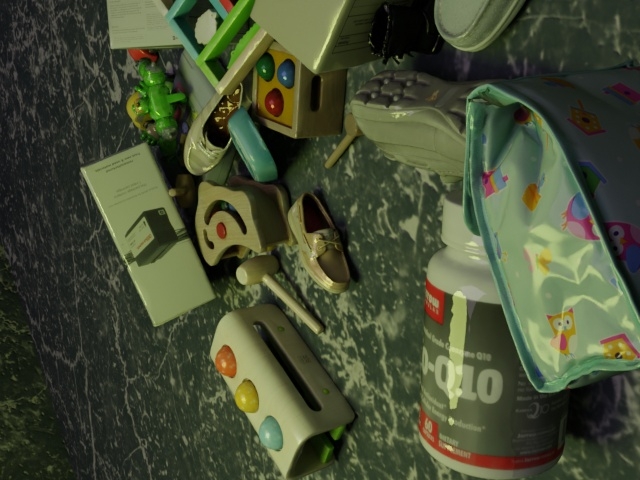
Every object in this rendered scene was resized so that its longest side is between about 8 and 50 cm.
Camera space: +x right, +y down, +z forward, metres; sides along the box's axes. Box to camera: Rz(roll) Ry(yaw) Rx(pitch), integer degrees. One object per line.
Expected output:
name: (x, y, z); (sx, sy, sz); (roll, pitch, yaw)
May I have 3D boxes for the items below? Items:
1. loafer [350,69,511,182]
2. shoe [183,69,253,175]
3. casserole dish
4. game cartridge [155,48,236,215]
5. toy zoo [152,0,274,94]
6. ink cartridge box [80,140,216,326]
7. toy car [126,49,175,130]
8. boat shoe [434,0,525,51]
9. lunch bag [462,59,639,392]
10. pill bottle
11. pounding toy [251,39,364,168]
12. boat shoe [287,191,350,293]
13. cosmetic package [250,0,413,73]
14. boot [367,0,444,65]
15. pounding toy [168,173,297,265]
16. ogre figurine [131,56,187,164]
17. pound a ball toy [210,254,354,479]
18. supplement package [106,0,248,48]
loafer: (0.166, -0.119, 0.893); (0.319, 0.112, 0.111); (27, 156, 49)
shoe: (-0.176, -0.195, 1.326); (0.219, 0.076, 0.058); (-55, 8, 28)
casserole dish: (-0.109, -0.145, 1.247); (0.114, 0.037, 0.188); (60, 175, 2)
game cartridge: (-0.229, -0.196, 1.478); (0.196, 0.060, 0.294); (53, 138, 28)
toy zoo: (-0.167, -0.386, 1.147); (0.192, 0.030, 0.293); (-43, 75, 34)
ink cartridge box: (-0.323, -0.017, 1.474); (0.308, 0.129, 0.223); (68, 167, -9)
toy car: (-0.341, -0.319, 1.604); (0.225, 0.053, 0.239); (32, 124, 48)
boat shoe: (0.176, -0.349, 0.801); (0.118, 0.103, 0.320); (50, 135, 36)
lunch bag: (0.251, -0.028, 0.668); (0.160, 0.223, 0.262); (-46, 60, 58)
pill bottle: (0.191, 0.092, 0.844); (0.161, 0.161, 0.283); (21, 115, 52)
pounding toy: (-0.017, -0.189, 1.132); (0.206, 0.094, 0.181); (30, 122, 49)
boat shoe: (0.000, 0.000, 1.184); (0.170, 0.063, 0.059); (61, 147, 27)
cosmetic package: (0.051, -0.356, 0.897); (0.129, 0.153, 0.296); (43, 130, 19)
boot: (0.108, -0.268, 0.924); (0.045, 0.099, 0.121); (41, 131, 41)
pounding toy: (-0.176, -0.024, 1.346); (0.269, 0.154, 0.154); (16, 114, 50)
ogre figurine: (-0.296, -0.248, 1.440); (0.118, 0.096, 0.197); (167, 107, -73)
pound a ball toy: (-0.081, 0.201, 1.290); (0.319, 0.135, 0.208); (50, 136, 35)
supplement package: (-0.240, -0.425, 1.307); (0.194, 0.149, 0.203); (8, 106, 36)
